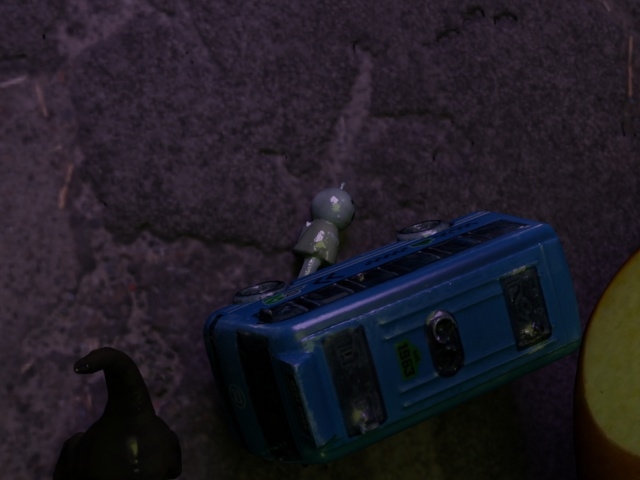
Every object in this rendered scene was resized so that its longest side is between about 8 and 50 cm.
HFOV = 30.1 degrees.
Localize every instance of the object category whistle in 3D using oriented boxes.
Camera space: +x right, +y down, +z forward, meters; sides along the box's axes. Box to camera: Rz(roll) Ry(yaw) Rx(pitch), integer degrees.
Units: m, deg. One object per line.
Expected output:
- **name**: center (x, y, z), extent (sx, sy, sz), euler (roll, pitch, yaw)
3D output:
- **whistle**: center (0.000, 0.000, 0.898), extent (0.035, 0.035, 0.100), euler (27, 71, -12)

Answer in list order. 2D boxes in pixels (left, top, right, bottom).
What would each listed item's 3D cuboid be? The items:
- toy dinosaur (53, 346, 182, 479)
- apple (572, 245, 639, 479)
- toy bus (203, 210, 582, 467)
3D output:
- **toy dinosaur**: center (-0.114, 0.161, 0.737), extent (0.087, 0.179, 0.187), euler (-4, 80, -20)
- **apple**: center (0.368, 0.131, 0.815), extent (0.374, 0.374, 0.384), euler (0, 82, -20)
- **toy bus**: center (0.053, 0.065, 0.832), extent (0.246, 0.134, 0.113), euler (-20, 102, -24)
